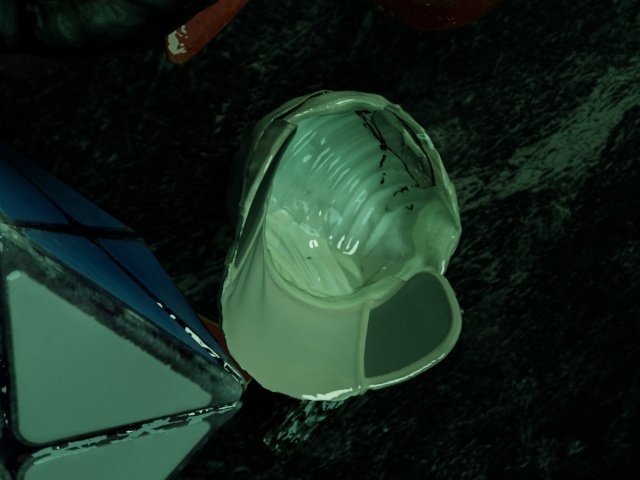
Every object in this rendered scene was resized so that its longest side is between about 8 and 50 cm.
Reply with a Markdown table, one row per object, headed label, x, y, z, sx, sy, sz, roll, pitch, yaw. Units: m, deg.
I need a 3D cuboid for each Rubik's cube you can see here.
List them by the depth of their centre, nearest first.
| label | x | y | z | sx | sy | sz | roll | pitch | yaw |
| --- | --- | --- | --- | --- | --- | --- | --- | --- | --- |
| Rubik's cube | -0.255 | 0.084 | 0.954 | 0.255 | 0.259 | 0.260 | -48 | 126 | 3 |

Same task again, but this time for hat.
| label | x | y | z | sx | sy | sz | roll | pitch | yaw |
| --- | --- | --- | --- | --- | --- | --- | --- | --- | --- |
| hat | -0.001 | 0.005 | 1.058 | 0.232 | 0.275 | 0.161 | 41 | 136 | -21 |

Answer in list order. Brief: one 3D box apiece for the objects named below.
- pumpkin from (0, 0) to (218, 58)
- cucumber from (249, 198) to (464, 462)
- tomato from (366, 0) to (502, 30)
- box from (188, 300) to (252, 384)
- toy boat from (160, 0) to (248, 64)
| label | x | y | z | sx | sy | sz | roll | pitch | yaw |
| --- | --- | --- | --- | --- | --- | --- | --- | --- | --- |
| pumpkin | -0.165 | -0.225 | 0.778 | 0.296 | 0.296 | 0.295 | -14 | 125 | -22 |
| cucumber | 0.043 | 0.081 | 1.242 | 0.067 | 0.067 | 0.293 | 33 | 99 | -39 |
| tomato | 0.103 | -0.247 | 1.047 | 0.189 | 0.099 | 0.173 | 31 | 102 | -38 |
| box | -0.118 | 0.107 | 1.193 | 0.133 | 0.023 | 0.090 | 35 | 96 | -40 |
| toy boat | -0.036 | -0.314 | 0.940 | 0.136 | 0.079 | 0.392 | 16 | 109 | -38 |
